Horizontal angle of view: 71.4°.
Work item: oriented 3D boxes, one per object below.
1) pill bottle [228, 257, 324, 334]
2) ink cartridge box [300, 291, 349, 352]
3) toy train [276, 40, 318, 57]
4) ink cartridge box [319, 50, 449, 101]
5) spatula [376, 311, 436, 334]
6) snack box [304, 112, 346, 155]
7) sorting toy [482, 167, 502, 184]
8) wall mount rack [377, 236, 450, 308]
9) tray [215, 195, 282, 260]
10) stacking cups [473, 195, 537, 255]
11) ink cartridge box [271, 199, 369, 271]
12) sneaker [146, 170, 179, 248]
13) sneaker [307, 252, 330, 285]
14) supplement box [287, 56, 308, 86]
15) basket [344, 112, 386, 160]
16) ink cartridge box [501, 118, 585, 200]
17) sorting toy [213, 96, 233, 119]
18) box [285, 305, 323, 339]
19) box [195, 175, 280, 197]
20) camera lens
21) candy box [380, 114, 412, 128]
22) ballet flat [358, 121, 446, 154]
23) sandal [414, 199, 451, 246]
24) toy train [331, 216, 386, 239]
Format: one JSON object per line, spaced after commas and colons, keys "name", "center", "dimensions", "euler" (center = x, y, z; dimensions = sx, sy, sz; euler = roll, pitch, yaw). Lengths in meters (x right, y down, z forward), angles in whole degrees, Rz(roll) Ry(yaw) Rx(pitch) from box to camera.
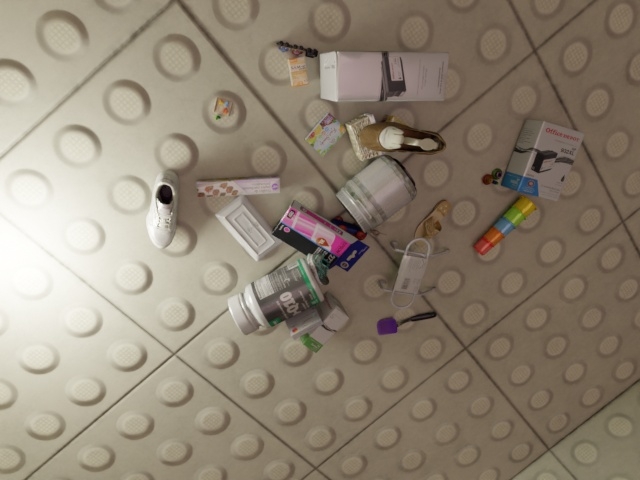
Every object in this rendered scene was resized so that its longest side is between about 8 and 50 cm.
{"name": "pill bottle", "center": [-0.184, 0.237, 1.855], "dimensions": [0.361, 0.204, 0.204], "euler": [-27, 112, -2]}
{"name": "ink cartridge box", "center": [0.007, 0.357, 1.960], "dimensions": [0.093, 0.160, 0.219], "euler": [41, 97, -24]}
{"name": "toy train", "center": [-0.087, -0.704, 1.647], "dimensions": [0.159, 0.027, 0.036], "euler": [7, 118, -15]}
{"name": "ink cartridge box", "center": [0.214, -0.591, 1.611], "dimensions": [0.396, 0.285, 0.166], "euler": [-3, 110, -11]}
{"name": "spatula", "center": [0.414, 0.386, 2.128], "dimensions": [0.297, 0.030, 0.084], "euler": [-14, 109, -7]}
{"name": "snack box", "center": [0.019, -0.419, 1.761], "dimensions": [0.100, 0.037, 0.141], "euler": [38, 97, -22]}
{"name": "sorting toy", "center": [0.770, -0.275, 1.971], "dimensions": [0.102, 0.042, 0.061], "euler": [-28, 112, -2]}
{"name": "wall mount rack", "center": [0.433, 0.135, 1.995], "dimensions": [0.305, 0.130, 0.349], "euler": [10, 111, -12]}
{"name": "tray", "center": [-0.289, -0.046, 1.828], "dimensions": [0.145, 0.030, 0.270], "euler": [-38, 112, 1]}
{"name": "stacking cups", "center": [0.831, -0.065, 2.033], "dimensions": [0.316, 0.096, 0.096], "euler": [-44, 112, 6]}
{"name": "ink cartridge box", "center": [0.000, 0.000, 1.821], "dimensions": [0.371, 0.069, 0.175], "euler": [30, 127, -11]}
{"name": "sneaker", "center": [-0.598, -0.105, 1.675], "dimensions": [0.114, 0.152, 0.304], "euler": [5, 109, -16]}
{"name": "sneaker", "center": [0.009, 0.118, 1.829], "dimensions": [0.076, 0.064, 0.166], "euler": [-15, 124, 20]}
{"name": "supplement box", "center": [-0.084, -0.630, 1.666], "dimensions": [0.062, 0.036, 0.098], "euler": [-14, 111, -8]}
{"name": "basket", "center": [0.175, -0.406, 1.759], "dimensions": [0.103, 0.113, 0.167], "euler": [-24, 111, -1]}
{"name": "ink cartridge box", "center": [0.965, -0.350, 1.941], "dimensions": [0.224, 0.129, 0.307], "euler": [11, 106, -15]}
{"name": "sorting toy", "center": [-0.367, -0.487, 1.667], "dimensions": [0.062, 0.012, 0.083], "euler": [13, 105, -16]}
{"name": "box", "center": [-0.086, 0.316, 1.913], "dimensions": [0.145, 0.186, 0.038], "euler": [-29, 133, -2]}
{"name": "box", "center": [-0.320, -0.213, 1.745], "dimensions": [0.325, 0.067, 0.062], "euler": [-4, 110, -10]}
{"name": "camera lens", "center": [0.227, -0.190, 1.787], "dimensions": [0.274, 0.219, 0.219], "euler": [-38, 112, 2]}
{"name": "candy box", "center": [0.336, -0.432, 1.787], "dimensions": [0.187, 0.109, 0.053], "euler": [27, 101, -19]}
{"name": "ballet flat", "center": [0.321, -0.375, 1.674], "dimensions": [0.343, 0.124, 0.116], "euler": [6, 106, -16]}
{"name": "sandal", "center": [0.502, -0.068, 1.964], "dimensions": [0.088, 0.079, 0.239], "euler": [29, 101, -20]}
{"name": "toy train", "center": [0.146, 0.003, 1.906], "dimensions": [0.248, 0.105, 0.143], "euler": [16, 115, -17]}
